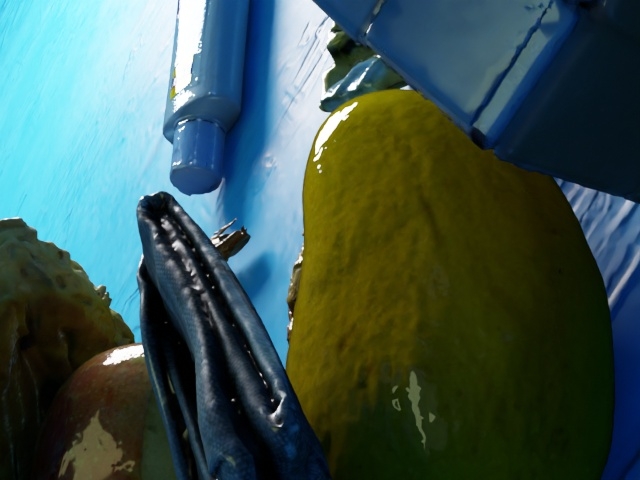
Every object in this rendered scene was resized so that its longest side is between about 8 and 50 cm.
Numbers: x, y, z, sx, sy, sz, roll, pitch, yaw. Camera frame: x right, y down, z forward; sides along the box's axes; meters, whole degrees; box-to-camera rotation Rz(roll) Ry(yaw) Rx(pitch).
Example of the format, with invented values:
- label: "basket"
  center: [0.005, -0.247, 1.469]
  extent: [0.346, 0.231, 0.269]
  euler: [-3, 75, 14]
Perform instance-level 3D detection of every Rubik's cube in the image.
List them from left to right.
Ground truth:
- label: "Rubik's cube"
  center: [0.137, -0.174, 0.624]
  extent: [0.231, 0.221, 0.225]
  euler: [48, 114, 36]

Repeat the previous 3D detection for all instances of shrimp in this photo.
- label: "shrimp"
  center: [-0.111, 0.051, 1.102]
  extent: [0.162, 0.045, 0.095]
  euler: [-44, 38, 32]

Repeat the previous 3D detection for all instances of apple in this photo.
- label: "apple"
  center: [-0.136, 0.174, 0.936]
  extent: [0.207, 0.173, 0.188]
  euler: [69, -173, -71]

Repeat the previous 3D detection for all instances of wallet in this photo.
- label: "wallet"
  center: [-0.035, 0.168, 0.676]
  extent: [0.237, 0.075, 0.342]
  euler: [-123, 16, -55]

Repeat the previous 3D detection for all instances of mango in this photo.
- label: "mango"
  center: [0.072, 0.043, 0.711]
  extent: [0.195, 0.142, 0.332]
  euler: [-17, 56, 28]

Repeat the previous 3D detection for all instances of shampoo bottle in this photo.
- label: "shampoo bottle"
  center: [-0.115, -0.166, 1.231]
  extent: [0.104, 0.061, 0.258]
  euler: [-32, 46, 45]

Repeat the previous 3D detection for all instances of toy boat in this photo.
- label: "toy boat"
  center: [0.072, -0.211, 0.948]
  extent: [0.111, 0.084, 0.276]
  euler: [-22, 50, 54]

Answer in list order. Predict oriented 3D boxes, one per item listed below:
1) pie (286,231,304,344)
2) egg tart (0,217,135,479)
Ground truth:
- label: "pie"
  center: [0.000, -0.002, 0.961]
  extent: [0.088, 0.033, 0.191]
  euler: [176, 116, -78]
- label: "egg tart"
  center: [-0.277, 0.176, 1.013]
  extent: [0.153, 0.351, 0.340]
  euler: [5, 71, 22]
